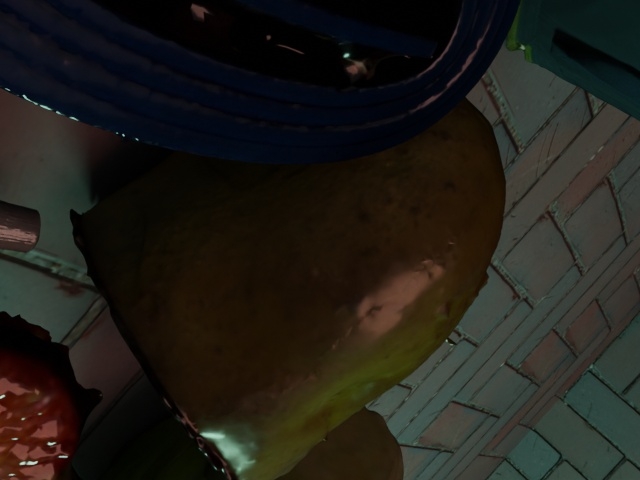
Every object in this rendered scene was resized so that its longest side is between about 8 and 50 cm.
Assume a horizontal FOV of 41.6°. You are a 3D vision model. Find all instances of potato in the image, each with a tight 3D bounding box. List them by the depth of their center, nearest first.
[{"bbox_3d":[0.000,0.000,0.558,0.266,0.229,0.229,-33,153,2],"label":"potato"}]

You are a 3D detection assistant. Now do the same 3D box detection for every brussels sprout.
[{"bbox_3d":[-0.088,0.272,0.768,0.268,0.344,0.344,32,102,-28],"label":"brussels sprout"}]

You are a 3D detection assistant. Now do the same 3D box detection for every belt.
[{"bbox_3d":[-0.041,-0.151,0.366,0.347,0.117,0.212,11,121,-49],"label":"belt"}]

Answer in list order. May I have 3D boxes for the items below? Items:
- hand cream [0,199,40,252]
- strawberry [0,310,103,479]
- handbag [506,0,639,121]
[{"bbox_3d":[-0.248,-0.014,0.379,0.257,0.050,0.084,-1,127,-46],"label":"hand cream"},{"bbox_3d":[-0.281,0.110,0.437,0.306,0.138,0.233,31,90,-43],"label":"strawberry"},{"bbox_3d":[0.316,-0.217,0.699,0.222,0.241,0.263,-37,153,-19],"label":"handbag"}]
